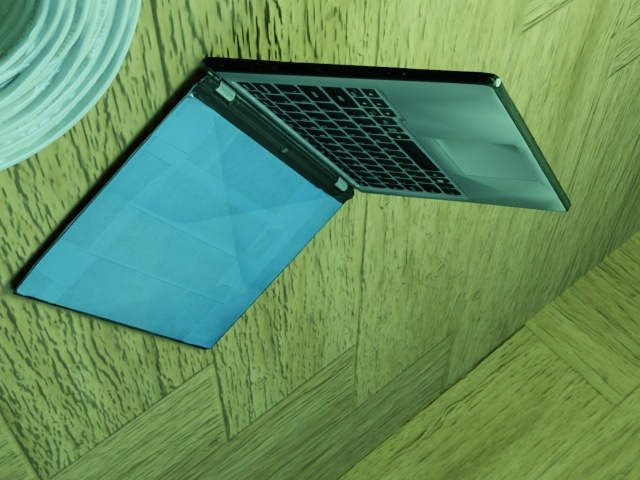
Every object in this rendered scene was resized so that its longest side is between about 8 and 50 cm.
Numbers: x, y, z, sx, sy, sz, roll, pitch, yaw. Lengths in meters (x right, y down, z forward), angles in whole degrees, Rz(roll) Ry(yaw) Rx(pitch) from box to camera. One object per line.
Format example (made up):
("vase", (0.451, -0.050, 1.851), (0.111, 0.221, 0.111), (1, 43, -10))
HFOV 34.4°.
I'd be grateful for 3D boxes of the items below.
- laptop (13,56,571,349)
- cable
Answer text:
("laptop", (0.000, 0.000, 1.023), (0.382, 0.408, 0.236), (31, 68, -64))
("cable", (-0.226, -0.147, 0.616), (0.257, 0.089, 0.257), (-20, 145, -42))
